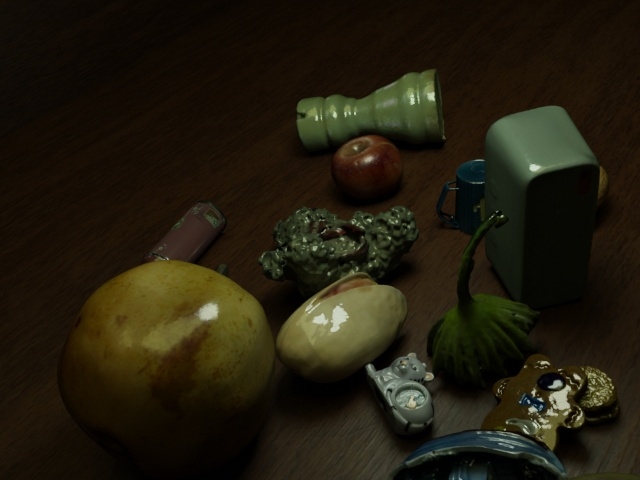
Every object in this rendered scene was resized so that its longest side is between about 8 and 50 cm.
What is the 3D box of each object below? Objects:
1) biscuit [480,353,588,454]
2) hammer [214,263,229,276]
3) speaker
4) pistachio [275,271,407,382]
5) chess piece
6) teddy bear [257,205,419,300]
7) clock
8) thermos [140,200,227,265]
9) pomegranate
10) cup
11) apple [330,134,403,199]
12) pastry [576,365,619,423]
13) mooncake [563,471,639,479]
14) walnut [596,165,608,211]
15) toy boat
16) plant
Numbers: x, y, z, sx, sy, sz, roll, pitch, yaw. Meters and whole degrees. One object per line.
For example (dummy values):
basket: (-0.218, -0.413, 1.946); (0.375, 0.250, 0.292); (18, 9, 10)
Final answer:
biscuit: (0.376, 0.308, 1.161); (0.180, 0.039, 0.236); (14, 59, 46)
hammer: (-0.294, 0.163, 1.602); (0.125, 0.027, 0.297); (1, 39, 19)
speaker: (0.452, -0.052, 1.346); (0.183, 0.406, 0.184); (-12, 42, 2)
pistachio: (0.040, 0.178, 1.349); (0.299, 0.187, 0.187); (-33, 42, -30)
chess piece: (0.153, -0.387, 2.024); (0.442, 0.234, 0.234); (-6, 38, 15)
teddy bear: (0.000, 0.000, 1.580); (0.357, 0.224, 0.367); (-18, 33, -29)
clock: (0.171, 0.290, 1.255); (0.117, 0.080, 0.176); (-20, 36, -9)
thermos: (-0.393, 0.032, 1.729); (0.136, 0.109, 0.330); (10, 43, 27)
pomegranate: (-0.263, 0.229, 1.212); (0.417, 0.416, 0.416); (-8, 38, 6)
cup: (0.379, -0.108, 1.637); (0.176, 0.155, 0.131); (-8, 37, 5)
apple: (0.133, -0.198, 1.832); (0.201, 0.162, 0.201); (-18, 35, 13)
pastry: (0.489, 0.280, 1.190); (0.097, 0.057, 0.109); (-34, 40, -23)
mooncake: (0.411, 0.470, 0.892); (0.284, 0.155, 0.284); (-8, 36, 5)
walnut: (0.625, -0.120, 1.599); (0.180, 0.144, 0.144); (-41, 45, -20)
toy boat: (0.239, 0.386, 1.053); (0.309, 0.129, 0.142); (-15, 15, 27)
plant: (0.276, 0.115, 1.263); (0.251, 0.333, 0.180); (-34, 25, -7)
